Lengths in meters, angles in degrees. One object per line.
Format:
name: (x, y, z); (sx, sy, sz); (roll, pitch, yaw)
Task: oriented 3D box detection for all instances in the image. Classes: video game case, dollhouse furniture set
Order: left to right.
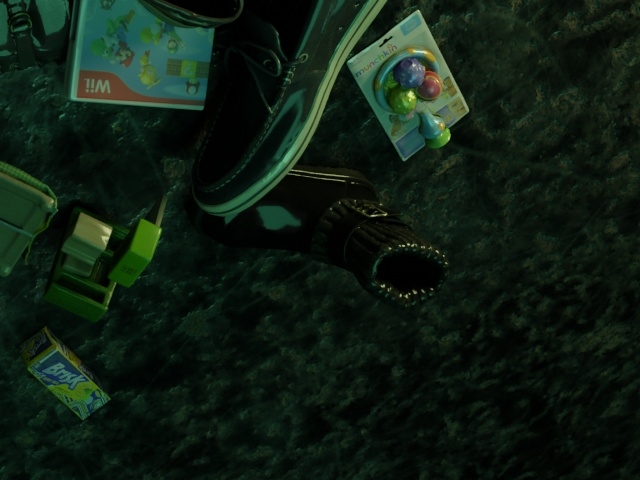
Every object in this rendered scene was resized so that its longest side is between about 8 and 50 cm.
dollhouse furniture set: (-0.380, -0.048, 1.988); (0.301, 0.151, 0.197); (27, 137, -16)
video game case: (-0.220, -0.315, 1.871); (0.204, 0.025, 0.285); (0, 104, -38)

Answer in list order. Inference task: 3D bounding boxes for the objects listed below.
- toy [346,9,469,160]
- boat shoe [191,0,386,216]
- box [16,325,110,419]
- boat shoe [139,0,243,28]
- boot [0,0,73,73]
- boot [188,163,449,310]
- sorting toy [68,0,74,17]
toy: (0.149, -0.226, 2.258); (0.137, 0.056, 0.237); (-37, 138, -3)
boat shoe: (-0.058, -0.263, 2.002); (0.156, 0.187, 0.500); (21, 108, -38)
box: (-0.397, 0.207, 2.264); (0.059, 0.054, 0.169); (-37, 137, -2)
boat shoe: (-0.227, -0.363, 1.749); (0.355, 0.130, 0.132); (23, 89, -40)
boot: (-0.412, -0.222, 1.845); (0.229, 0.091, 0.263); (-11, 130, -20)
boot: (0.002, -0.003, 2.198); (0.348, 0.260, 0.131); (-6, 129, -31)
sorting toy: (-0.256, -0.311, 1.929); (0.208, 0.038, 0.193); (17, 115, -37)
